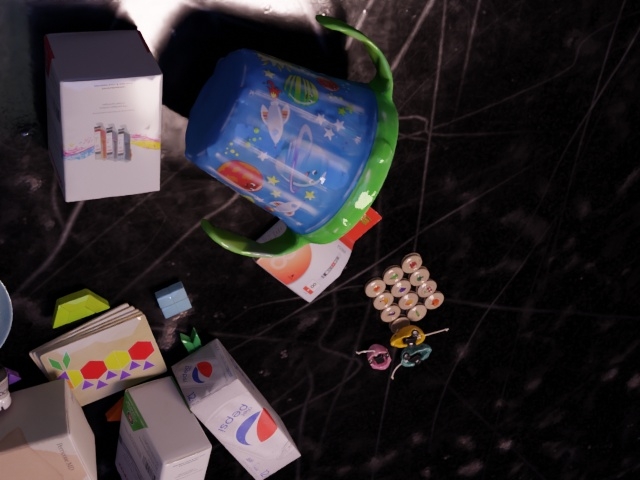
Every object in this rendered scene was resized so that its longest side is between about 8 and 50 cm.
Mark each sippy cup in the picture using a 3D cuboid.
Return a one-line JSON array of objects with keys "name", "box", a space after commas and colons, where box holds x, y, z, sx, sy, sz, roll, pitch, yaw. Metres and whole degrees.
[{"name": "sippy cup", "box": [-0.051, -0.140, 1.457, 0.224, 0.240, 0.305, 25, 69, -26]}]

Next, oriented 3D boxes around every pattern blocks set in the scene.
[{"name": "pattern blocks set", "box": [-0.343, 0.185, 1.686, 0.325, 0.026, 0.285, -15, 131, -14]}]

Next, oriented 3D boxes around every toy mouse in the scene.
[{"name": "toy mouse", "box": [0.135, 0.196, 1.918, 0.161, 0.031, 0.143, -9, 145, -12]}]

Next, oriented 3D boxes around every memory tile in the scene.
[{"name": "memory tile", "box": [0.144, 0.092, 1.859, 0.113, 0.012, 0.148, -33, 133, 2]}]

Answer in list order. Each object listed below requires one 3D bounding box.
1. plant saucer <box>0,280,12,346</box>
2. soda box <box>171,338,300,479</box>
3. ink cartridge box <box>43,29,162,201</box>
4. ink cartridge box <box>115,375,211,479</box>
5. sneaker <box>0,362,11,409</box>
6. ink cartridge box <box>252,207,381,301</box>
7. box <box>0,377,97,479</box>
[{"name": "plant saucer", "box": [-0.530, 0.100, 1.510, 0.195, 0.037, 0.195, -8, 117, -17]}, {"name": "soda box", "box": [-0.136, 0.287, 1.799, 0.091, 0.098, 0.286, -32, 138, -2]}, {"name": "ink cartridge box", "box": [-0.277, -0.159, 1.382, 0.127, 0.128, 0.176, -7, 129, -21]}, {"name": "ink cartridge box", "box": [-0.256, 0.345, 1.741, 0.087, 0.153, 0.208, -16, 143, -30]}, {"name": "sneaker", "box": [-0.533, 0.200, 1.578, 0.170, 0.063, 0.074, 9, 108, -13]}, {"name": "ink cartridge box", "box": [0.000, 0.000, 1.697, 0.179, 0.045, 0.145, -40, 132, 11]}, {"name": "box", "box": [-0.506, 0.331, 1.629, 0.311, 0.121, 0.148, -16, 130, -2]}]
